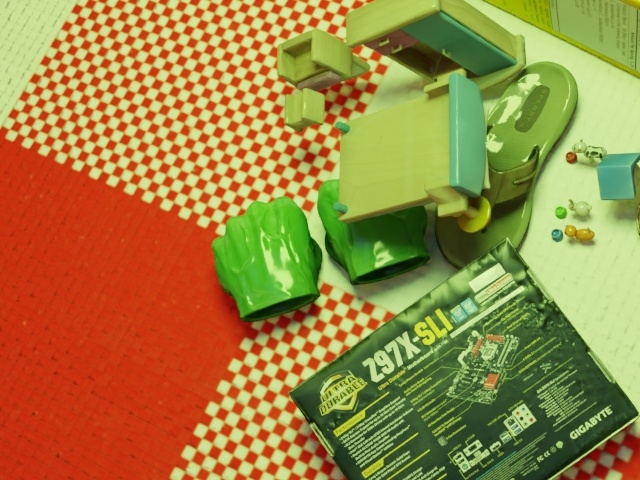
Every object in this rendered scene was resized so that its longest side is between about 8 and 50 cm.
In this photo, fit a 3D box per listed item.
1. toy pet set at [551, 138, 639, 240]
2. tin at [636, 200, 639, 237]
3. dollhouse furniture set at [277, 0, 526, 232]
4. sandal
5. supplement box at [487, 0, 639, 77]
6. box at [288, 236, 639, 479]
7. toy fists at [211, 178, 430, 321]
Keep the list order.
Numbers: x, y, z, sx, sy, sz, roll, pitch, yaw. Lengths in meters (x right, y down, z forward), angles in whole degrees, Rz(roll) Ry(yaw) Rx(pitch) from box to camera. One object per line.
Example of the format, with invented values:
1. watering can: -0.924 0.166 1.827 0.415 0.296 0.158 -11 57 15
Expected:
1. toy pet set: 0.333 -0.068 1.411 0.114 0.065 0.122 0 69 34
2. tin: 0.472 -0.049 1.403 0.190 0.040 0.106 -39 62 -1
3. dollhouse furniture set: 0.110 -0.121 1.434 0.286 0.198 0.303 -17 64 39
4. sandal: 0.227 -0.102 1.454 0.120 0.086 0.302 20 80 20
5. supplement box: 0.348 -0.378 1.467 0.356 0.194 0.195 33 81 22
6. box: 0.165 0.193 1.349 0.322 0.079 0.257 -36 75 0
7. toy fists: 0.000 0.000 1.476 0.279 0.096 0.142 -19 75 5
